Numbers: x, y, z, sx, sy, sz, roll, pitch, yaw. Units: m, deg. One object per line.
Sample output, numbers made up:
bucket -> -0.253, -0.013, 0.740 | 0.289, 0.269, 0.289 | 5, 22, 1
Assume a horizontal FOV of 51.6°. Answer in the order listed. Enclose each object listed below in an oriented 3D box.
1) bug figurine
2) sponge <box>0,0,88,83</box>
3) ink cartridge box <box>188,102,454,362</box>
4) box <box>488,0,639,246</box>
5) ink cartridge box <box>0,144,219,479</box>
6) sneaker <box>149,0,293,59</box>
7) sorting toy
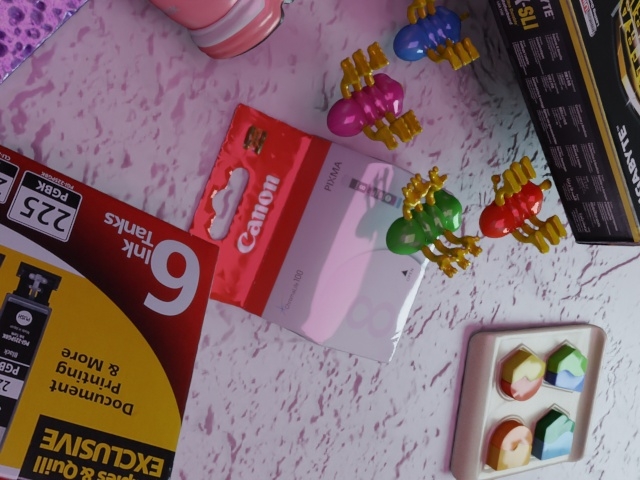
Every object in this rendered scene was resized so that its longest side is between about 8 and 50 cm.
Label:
bug figurine -> 0.112, -0.094, 0.622 | 0.216, 0.072, 0.278 | -30, 96, -33
sponge -> -0.244, -0.194, 0.486 | 0.210, 0.031, 0.117 | -49, 118, -9
ink cartridge box -> 0.000, 0.000, 0.638 | 0.233, 0.066, 0.188 | 20, 92, -32
box -> 0.297, -0.196, 0.672 | 0.257, 0.079, 0.321 | -48, 122, -32
ink cartridge box -> -0.246, 0.078, 0.416 | 0.310, 0.130, 0.271 | 27, 53, -30
sneaker -> -0.046, -0.302, 0.496 | 0.136, 0.116, 0.313 | 25, 90, -42
sorting toy -> 0.266, 0.202, 0.820 | 0.209, 0.038, 0.192 | 1, 101, -26
